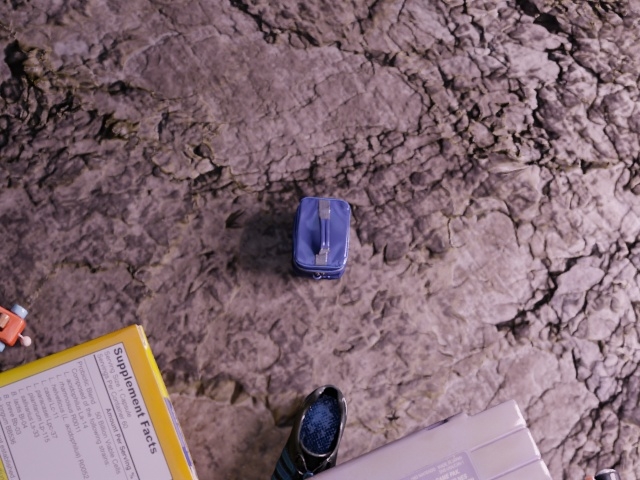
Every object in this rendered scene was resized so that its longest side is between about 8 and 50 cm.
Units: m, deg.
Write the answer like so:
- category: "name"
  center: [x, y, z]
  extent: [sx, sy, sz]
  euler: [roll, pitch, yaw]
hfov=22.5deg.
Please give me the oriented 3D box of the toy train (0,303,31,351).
- category: "toy train"
  center: [-0.420, 0.124, 1.852]
  extent: [0.125, 0.046, 0.166]
  euler: [33, 74, 9]

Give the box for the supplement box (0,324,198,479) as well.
- category: "supplement box"
  center: [-0.321, 0.258, 1.736]
  extent: [0.356, 0.195, 0.194]
  euler: [-20, 74, -7]

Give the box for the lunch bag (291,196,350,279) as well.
- category: "lunch bag"
  center: [0.000, 0.000, 1.895]
  extent: [0.067, 0.065, 0.098]
  euler: [3, 72, -1]

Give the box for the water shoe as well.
- category: "water shoe"
  center: [-0.020, 0.258, 1.804]
  extent: [0.073, 0.080, 0.203]
  euler: [12, 72, 2]

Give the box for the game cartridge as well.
- category: "game cartridge"
  center: [0.092, 0.335, 1.730]
  extent: [0.355, 0.068, 0.230]
  euler: [-22, 72, -8]

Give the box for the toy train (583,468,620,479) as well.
- category: "toy train"
  center: [0.314, 0.349, 1.789]
  extent: [0.105, 0.080, 0.184]
  euler: [-11, 73, 1]
